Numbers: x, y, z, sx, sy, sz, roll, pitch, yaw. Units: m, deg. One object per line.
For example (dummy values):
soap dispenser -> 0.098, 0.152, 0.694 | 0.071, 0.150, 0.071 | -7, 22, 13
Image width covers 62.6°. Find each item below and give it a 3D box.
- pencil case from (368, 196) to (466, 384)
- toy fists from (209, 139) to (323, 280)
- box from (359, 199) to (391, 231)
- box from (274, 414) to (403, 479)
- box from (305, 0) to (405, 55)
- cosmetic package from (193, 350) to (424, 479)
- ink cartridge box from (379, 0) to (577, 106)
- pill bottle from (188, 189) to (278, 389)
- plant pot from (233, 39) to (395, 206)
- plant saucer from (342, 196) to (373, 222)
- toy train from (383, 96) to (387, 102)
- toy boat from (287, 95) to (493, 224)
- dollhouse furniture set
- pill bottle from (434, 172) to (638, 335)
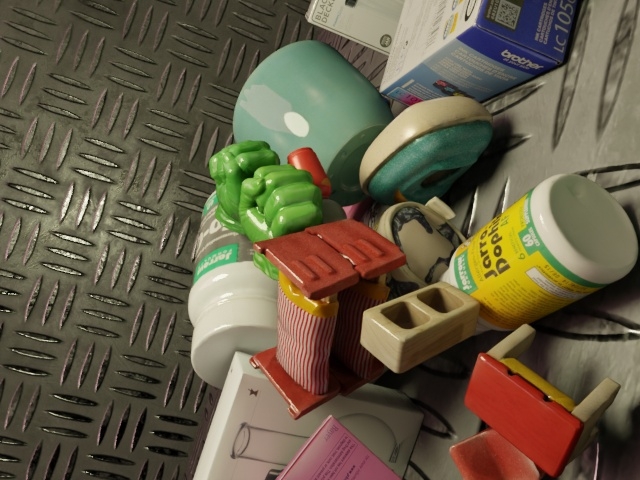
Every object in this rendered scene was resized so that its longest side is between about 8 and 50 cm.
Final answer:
pencil case -> 0.085, 0.118, 0.854 | 0.183, 0.160, 0.410 | -77, 14, -47
toy fists -> -0.087, -0.059, 0.773 | 0.279, 0.096, 0.142 | 42, 126, 49
box -> 0.134, -0.007, 1.026 | 0.231, 0.056, 0.183 | -89, 23, -49
box -> 0.031, 0.358, 0.577 | 0.117, 0.243, 0.213 | -38, -17, -49
box -> 0.129, -0.523, 1.192 | 0.087, 0.290, 0.169 | -99, 31, -60
cosmetic package -> -0.045, 0.382, 0.775 | 0.097, 0.285, 0.377 | -152, 80, -75
ink cartridge box -> 0.259, -0.376, 0.823 | 0.395, 0.151, 0.269 | 177, 110, -76
pill bottle -> -0.121, 0.067, 0.927 | 0.361, 0.204, 0.204 | -98, 29, -50
plant pot -> 0.012, -0.205, 1.037 | 0.235, 0.293, 0.293 | 47, 124, 33
plant saucer -> 0.068, -0.174, 1.292 | 0.332, 0.084, 0.331 | -29, 57, 59
toy train -> 0.069, -0.303, 1.432 | 0.248, 0.144, 0.105 | 127, 156, -50
toy boat -> 0.108, -0.099, 0.830 | 0.267, 0.318, 0.148 | 126, 126, -68
dollhouse furniture set -> 0.080, 0.146, 0.576 | 0.374, 0.152, 0.201 | 37, 132, 43
pill bottle -> 0.216, 0.029, 0.573 | 0.208, 0.118, 0.117 | 129, 155, -54
